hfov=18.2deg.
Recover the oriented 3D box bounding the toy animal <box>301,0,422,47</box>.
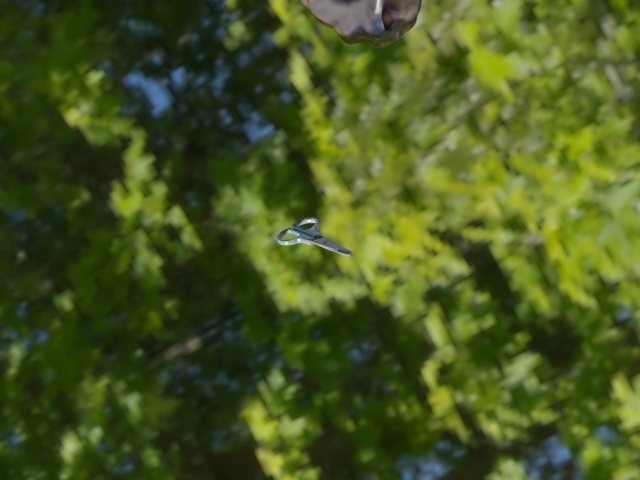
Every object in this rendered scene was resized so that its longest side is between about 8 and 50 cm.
[{"bbox_3d":[-0.060,-0.295,1.351,0.194,0.344,0.303,-35,-44,-40],"label":"toy animal"}]

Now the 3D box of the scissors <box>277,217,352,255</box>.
[{"bbox_3d":[0.000,0.000,1.466,0.036,0.083,0.006,-31,-61,-24],"label":"scissors"}]
